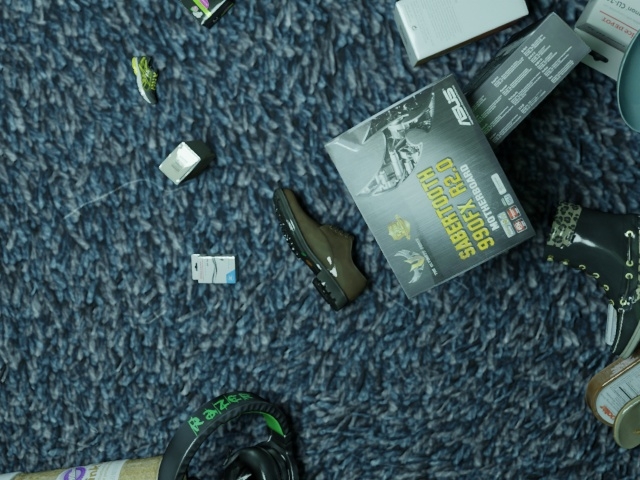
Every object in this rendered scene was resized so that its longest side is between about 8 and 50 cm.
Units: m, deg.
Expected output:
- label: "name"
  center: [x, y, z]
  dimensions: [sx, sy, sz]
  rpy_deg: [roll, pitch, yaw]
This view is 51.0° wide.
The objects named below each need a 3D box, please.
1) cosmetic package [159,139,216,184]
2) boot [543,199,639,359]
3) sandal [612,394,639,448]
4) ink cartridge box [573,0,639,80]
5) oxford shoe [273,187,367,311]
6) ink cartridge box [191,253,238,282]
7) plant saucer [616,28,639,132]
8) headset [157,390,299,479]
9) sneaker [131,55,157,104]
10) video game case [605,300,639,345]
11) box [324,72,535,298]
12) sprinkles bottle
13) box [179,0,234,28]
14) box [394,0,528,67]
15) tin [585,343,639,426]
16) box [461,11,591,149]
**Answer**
- label: "cosmetic package"
  center: [-0.215, -0.130, 1.098]
  dimensions: [0.041, 0.115, 0.060]
  rpy_deg: [45, 102, -5]
- label: "boot"
  center: [0.447, 0.057, 1.081]
  dimensions: [0.179, 0.085, 0.236]
  rpy_deg: [15, 104, 20]
- label: "sandal"
  center: [0.556, 0.279, 1.095]
  dimensions: [0.180, 0.049, 0.072]
  rpy_deg: [-42, 101, 16]
- label: "ink cartridge box"
  center: [0.474, -0.356, 1.022]
  dimensions: [0.115, 0.067, 0.198]
  rpy_deg: [27, 102, -1]
- label: "oxford shoe"
  center: [0.000, 0.000, 1.132]
  dimensions: [0.096, 0.083, 0.227]
  rpy_deg: [-34, 94, -13]
- label: "ink cartridge box"
  center: [-0.187, 0.049, 1.171]
  dimensions: [0.083, 0.028, 0.048]
  rpy_deg: [-1, 100, 6]
- label: "plant saucer"
  center: [0.499, -0.257, 0.992]
  dimensions: [0.195, 0.037, 0.194]
  rpy_deg: [-13, 120, -23]
- label: "headset"
  center: [-0.170, 0.435, 1.157]
  dimensions: [0.185, 0.243, 0.394]
  rpy_deg: [18, 118, 43]
- label: "sneaker"
  center: [-0.287, -0.270, 1.122]
  dimensions: [0.035, 0.031, 0.083]
  rpy_deg: [-17, 98, 7]
- label: "video game case"
  center: [0.580, 0.094, 1.116]
  dimensions: [0.191, 0.022, 0.173]
  rpy_deg: [2, 100, 5]
- label: "box"
  center: [0.139, -0.068, 0.863]
  dimensions: [0.183, 0.056, 0.231]
  rpy_deg: [-28, 97, 8]
- label: "sprinkles bottle"
  center: [-0.427, 0.467, 1.220]
  dimensions: [0.356, 0.121, 0.121]
  rpy_deg: [-9, 99, 6]
- label: "box"
  center: [-0.192, -0.395, 1.081]
  dimensions: [0.062, 0.052, 0.083]
  rpy_deg: [-43, 93, 11]
- label: "box"
  center: [0.207, -0.341, 1.016]
  dimensions: [0.171, 0.130, 0.091]
  rpy_deg: [-21, 97, 9]
- label: "tin"
  center: [0.538, 0.239, 1.128]
  dimensions: [0.190, 0.040, 0.106]
  rpy_deg: [-42, 97, 16]
- label: "box"
  center: [0.225, -0.177, 0.988]
  dimensions: [0.076, 0.242, 0.307]
  rpy_deg: [43, 101, -3]
